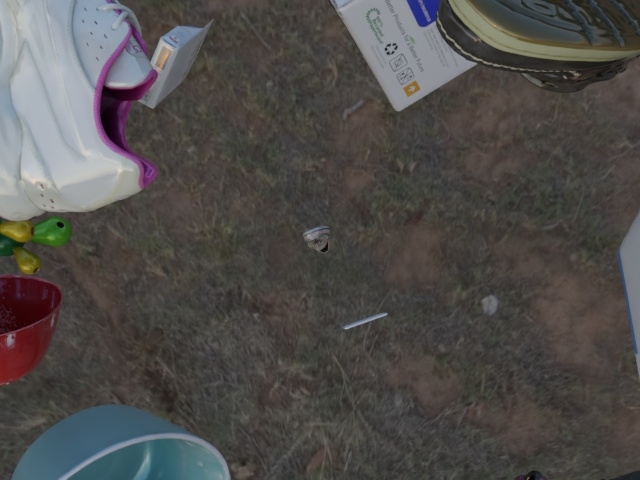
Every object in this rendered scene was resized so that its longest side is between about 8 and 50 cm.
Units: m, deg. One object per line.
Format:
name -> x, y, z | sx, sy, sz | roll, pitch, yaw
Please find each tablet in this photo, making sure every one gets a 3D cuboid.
tablet -> 0.082, 0.149, 1.373 | 0.083, 0.054, 0.006 | -19, 86, -4

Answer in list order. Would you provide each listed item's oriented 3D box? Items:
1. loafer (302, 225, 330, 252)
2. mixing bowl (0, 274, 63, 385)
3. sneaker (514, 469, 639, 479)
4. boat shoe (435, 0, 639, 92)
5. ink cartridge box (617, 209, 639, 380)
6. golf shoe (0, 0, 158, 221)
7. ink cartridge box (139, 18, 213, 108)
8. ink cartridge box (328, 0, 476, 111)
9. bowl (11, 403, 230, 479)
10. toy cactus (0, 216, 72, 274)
loafer -> 0.000, 0.000, 1.259 | 0.045, 0.125, 0.039 | -20, 86, 6
mixing bowl -> -0.419, 0.123, 0.943 | 0.182, 0.181, 0.098 | 1, 112, 0
sneaker -> 0.427, 0.432, 1.232 | 0.281, 0.106, 0.162 | -32, 100, -3
boat shoe -> 0.136, -0.115, 0.402 | 0.224, 0.073, 0.080 | -22, 71, -40
ink cartridge box -> 0.522, 0.088, 0.698 | 0.395, 0.166, 0.285 | 7, 49, 3
golf shoe -> -0.190, -0.168, 0.554 | 0.140, 0.115, 0.306 | -1, 97, 5
ink cartridge box -> -0.278, -0.351, 1.413 | 0.045, 0.145, 0.179 | 30, 37, -7
ink cartridge box -> 0.203, -0.305, 0.812 | 0.371, 0.176, 0.069 | -29, 50, 11
bowl -> -0.299, 0.352, 1.018 | 0.311, 0.311, 0.163 | -40, 44, -15
toy cactus -> -0.355, 0.002, 0.688 | 0.219, 0.180, 0.112 | -27, 113, -22
